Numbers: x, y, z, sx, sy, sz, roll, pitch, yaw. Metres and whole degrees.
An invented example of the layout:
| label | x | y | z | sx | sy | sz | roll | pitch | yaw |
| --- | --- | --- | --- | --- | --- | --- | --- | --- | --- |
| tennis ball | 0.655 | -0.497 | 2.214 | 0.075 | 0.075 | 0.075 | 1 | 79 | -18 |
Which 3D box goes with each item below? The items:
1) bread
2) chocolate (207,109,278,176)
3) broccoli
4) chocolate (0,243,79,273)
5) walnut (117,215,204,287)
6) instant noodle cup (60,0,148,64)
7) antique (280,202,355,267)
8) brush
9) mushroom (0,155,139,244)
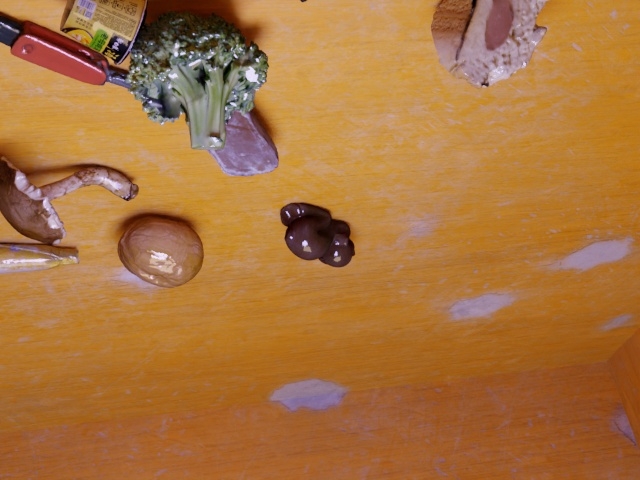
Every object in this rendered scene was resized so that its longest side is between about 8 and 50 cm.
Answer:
| label | x | y | z | sx | sy | sz | roll | pitch | yaw |
| --- | --- | --- | --- | --- | --- | --- | --- | --- | --- |
| bread | 0.344 | -0.415 | 1.645 | 0.183 | 0.211 | 0.224 | 15 | 146 | -26 |
| chocolate | -0.190 | -0.247 | 1.881 | 0.156 | 0.080 | 0.254 | -5 | 150 | 18 |
| broccoli | -0.245 | -0.317 | 1.614 | 0.287 | 0.235 | 0.260 | -3 | 114 | -24 |
| chocolate | -0.753 | 0.045 | 2.193 | 0.219 | 0.086 | 0.086 | -2 | 148 | -23 |
| walnut | -0.418 | 0.027 | 2.170 | 0.225 | 0.193 | 0.193 | 18 | 140 | -24 |
| instant noodle cup | -0.393 | -0.410 | 1.494 | 0.122 | 0.152 | 0.151 | 22 | 137 | -28 |
| antique | 0.000 | 0.000 | 2.294 | 0.121 | 0.144 | 0.256 | -30 | 147 | 25 |
| brush | -0.495 | -0.357 | 1.624 | 0.323 | 0.051 | 0.070 | 16 | 137 | -38 |
| mushroom | -0.618 | -0.120 | 1.920 | 0.207 | 0.233 | 0.301 | -20 | -167 | 32 |
